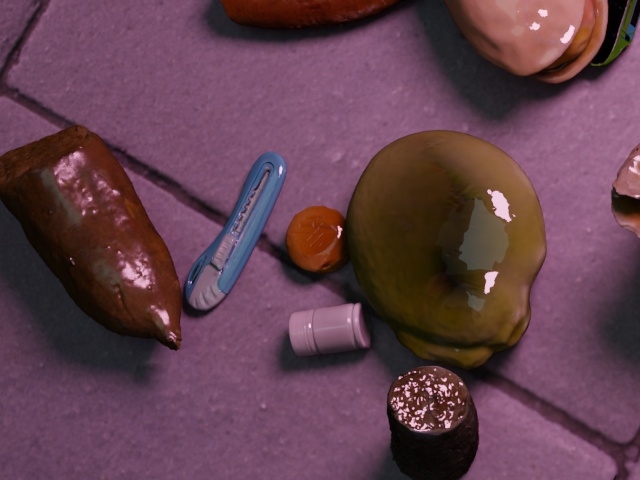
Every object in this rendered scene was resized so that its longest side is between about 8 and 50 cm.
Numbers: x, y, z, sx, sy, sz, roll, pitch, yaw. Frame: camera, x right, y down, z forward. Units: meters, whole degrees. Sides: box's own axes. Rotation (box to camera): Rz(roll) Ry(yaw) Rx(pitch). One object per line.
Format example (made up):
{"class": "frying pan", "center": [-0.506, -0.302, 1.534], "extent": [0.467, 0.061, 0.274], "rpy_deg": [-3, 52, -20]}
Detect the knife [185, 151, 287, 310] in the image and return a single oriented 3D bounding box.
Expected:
{"class": "knife", "center": [-0.106, -0.012, 1.764], "extent": [0.064, 0.031, 0.222], "rpy_deg": [26, 87, 27]}

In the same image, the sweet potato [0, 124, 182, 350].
{"class": "sweet potato", "center": [-0.279, 0.002, 1.768], "extent": [0.158, 0.158, 0.370], "rpy_deg": [-36, 75, 8]}

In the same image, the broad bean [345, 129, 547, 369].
{"class": "broad bean", "center": [0.148, 0.005, 1.624], "extent": [0.238, 0.119, 0.291], "rpy_deg": [-32, 66, 20]}

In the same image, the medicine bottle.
{"class": "medicine bottle", "center": [0.013, 0.107, 1.680], "extent": [0.089, 0.057, 0.057], "rpy_deg": [-9, 74, 17]}

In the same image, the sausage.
{"class": "sausage", "center": [0.014, -0.321, 1.771], "extent": [0.302, 0.076, 0.103], "rpy_deg": [-7, 75, 18]}

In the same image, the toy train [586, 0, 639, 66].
{"class": "toy train", "center": [0.362, -0.297, 1.659], "extent": [0.044, 0.042, 0.209], "rpy_deg": [12, 82, 45]}

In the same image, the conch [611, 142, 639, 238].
{"class": "conch", "center": [0.443, -0.057, 1.494], "extent": [0.324, 0.186, 0.263], "rpy_deg": [-22, 78, -13]}

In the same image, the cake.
{"class": "cake", "center": [0.000, 0.000, 1.718], "extent": [0.084, 0.044, 0.084], "rpy_deg": [-5, 73, 19]}

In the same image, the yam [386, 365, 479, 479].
{"class": "yam", "center": [0.125, 0.204, 1.563], "extent": [0.107, 0.183, 0.107], "rpy_deg": [-3, 65, 7]}

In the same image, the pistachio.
{"class": "pistachio", "center": [0.225, -0.328, 1.638], "extent": [0.187, 0.187, 0.299], "rpy_deg": [-28, 74, 12]}
